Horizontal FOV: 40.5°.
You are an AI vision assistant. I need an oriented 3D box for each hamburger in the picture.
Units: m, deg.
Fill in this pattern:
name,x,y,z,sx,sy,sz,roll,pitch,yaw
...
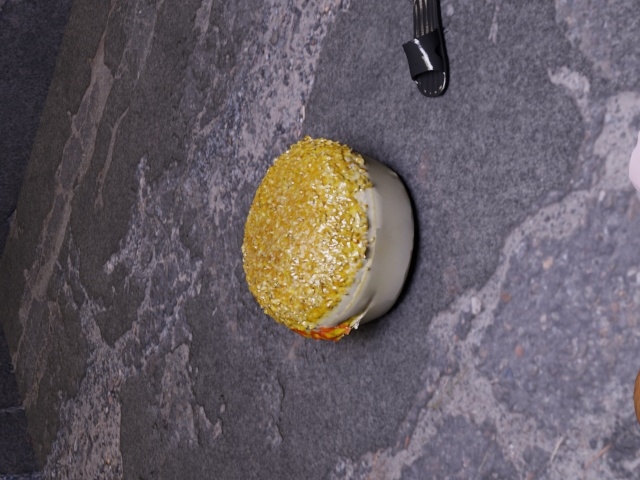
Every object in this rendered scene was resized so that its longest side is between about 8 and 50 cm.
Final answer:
name,x,y,z,sx,sy,sz,roll,pitch,yaw
hamburger,0.000,0.000,1.245,0.276,0.179,0.294,35,116,51

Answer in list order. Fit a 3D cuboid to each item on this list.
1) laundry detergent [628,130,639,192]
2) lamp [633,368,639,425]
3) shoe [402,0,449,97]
name,x,y,z,sx,sy,sz,roll,pitch,yaw
laundry detergent,0.427,-0.045,0.724,0.335,0.088,0.159,36,106,48
lamp,0.353,0.146,0.781,0.136,0.136,0.136,-4,85,55
shoe,0.135,-0.273,1.181,0.062,0.053,0.159,-14,75,50
